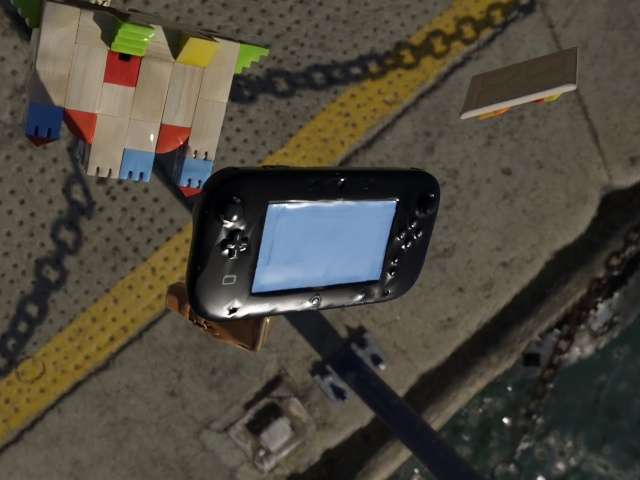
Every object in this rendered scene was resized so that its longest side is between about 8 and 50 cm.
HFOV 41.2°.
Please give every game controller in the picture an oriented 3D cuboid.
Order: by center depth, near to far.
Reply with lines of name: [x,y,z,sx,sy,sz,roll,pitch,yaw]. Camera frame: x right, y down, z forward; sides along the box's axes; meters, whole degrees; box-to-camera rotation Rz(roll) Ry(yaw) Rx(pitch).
game controller: [0.000,0.000,0.929,0.319,0.067,0.166,-3,106,-36]

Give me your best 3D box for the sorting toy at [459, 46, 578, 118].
sorting toy: [0.344,-0.264,1.458,0.193,0.208,0.038,-12,114,25]

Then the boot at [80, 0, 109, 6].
boot: [-0.373,-0.408,1.438,0.165,0.213,0.077,-38,148,-14]

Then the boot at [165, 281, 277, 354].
boot: [-0.140,0.096,1.180,0.152,0.197,0.073,28,64,-2]

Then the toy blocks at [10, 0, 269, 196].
toy blocks: [-0.298,-0.211,1.300,0.382,0.191,0.260,6,110,-27]
